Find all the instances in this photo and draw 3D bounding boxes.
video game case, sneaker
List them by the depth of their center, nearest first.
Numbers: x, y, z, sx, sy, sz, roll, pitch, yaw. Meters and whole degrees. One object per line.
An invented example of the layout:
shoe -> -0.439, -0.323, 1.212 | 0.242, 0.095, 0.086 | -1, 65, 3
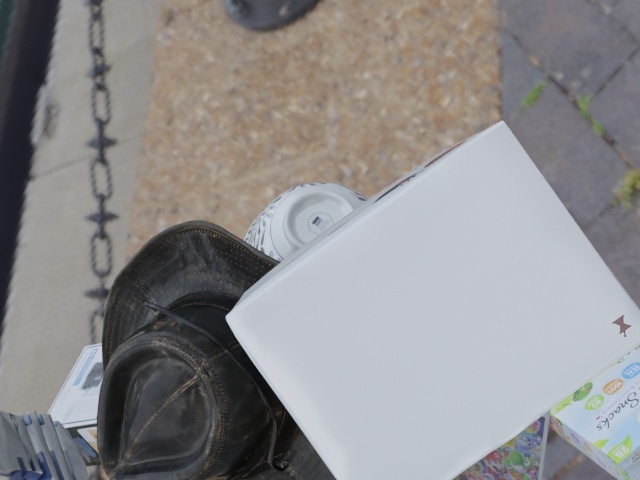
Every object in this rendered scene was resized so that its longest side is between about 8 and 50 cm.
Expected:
video game case -> 0.124, 0.153, 0.919 | 0.122, 0.087, 0.011 | -72, 6, -45
sneaker -> -0.390, 0.243, 1.288 | 0.182, 0.315, 0.127 | -32, 58, 5

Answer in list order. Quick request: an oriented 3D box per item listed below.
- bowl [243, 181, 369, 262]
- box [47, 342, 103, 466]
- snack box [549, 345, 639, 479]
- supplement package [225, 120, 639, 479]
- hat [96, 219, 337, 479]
bowl -> 0.000, 0.000, 1.274 | 0.170, 0.080, 0.170 | 0, 61, 1
box -> -0.229, 0.210, 1.713 | 0.290, 0.087, 0.169 | -12, 37, 33
snack box -> 0.417, 0.222, 1.673 | 0.174, 0.070, 0.207 | -39, 27, -8
supplement package -> 0.063, 0.045, 0.776 | 0.194, 0.149, 0.203 | -35, 1, -1
hat -> -0.121, 0.155, 1.125 | 0.331, 0.134, 0.331 | 15, 118, 30
